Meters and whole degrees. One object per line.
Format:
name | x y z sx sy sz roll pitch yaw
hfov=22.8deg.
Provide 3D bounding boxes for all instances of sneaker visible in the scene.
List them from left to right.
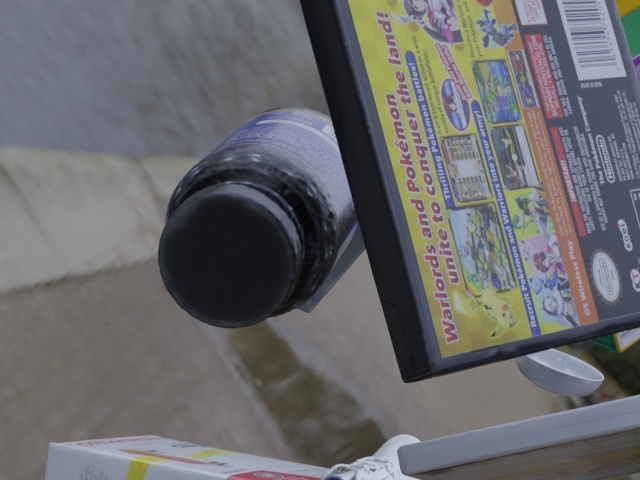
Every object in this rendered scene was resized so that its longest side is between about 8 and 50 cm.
sneaker | 0.061 0.321 1.971 0.297 0.111 0.129 -50 125 -54

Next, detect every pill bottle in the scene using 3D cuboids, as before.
pill bottle | -0.039 -0.016 1.129 0.123 0.123 0.219 55 19 -6

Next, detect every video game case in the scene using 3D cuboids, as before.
video game case | 0.114 -0.067 0.984 0.248 0.035 0.275 -9 81 -40
video game case | 0.197 0.170 1.267 0.285 0.204 0.025 35 43 -67

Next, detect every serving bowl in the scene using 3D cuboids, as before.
serving bowl | 0.215 0.123 1.452 0.083 0.027 0.083 19 11 -4

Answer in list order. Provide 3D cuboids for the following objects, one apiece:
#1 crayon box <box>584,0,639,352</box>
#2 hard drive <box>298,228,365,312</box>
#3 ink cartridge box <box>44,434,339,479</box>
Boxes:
crayon box | 0.235 -0.073 1.250 0.081 0.165 0.278 19 -46 54
hard drive | 0.000 0.000 1.445 0.094 0.135 0.022 25 20 -47
ink cartridge box | -0.157 0.377 2.191 0.279 0.384 0.160 9 87 -63
